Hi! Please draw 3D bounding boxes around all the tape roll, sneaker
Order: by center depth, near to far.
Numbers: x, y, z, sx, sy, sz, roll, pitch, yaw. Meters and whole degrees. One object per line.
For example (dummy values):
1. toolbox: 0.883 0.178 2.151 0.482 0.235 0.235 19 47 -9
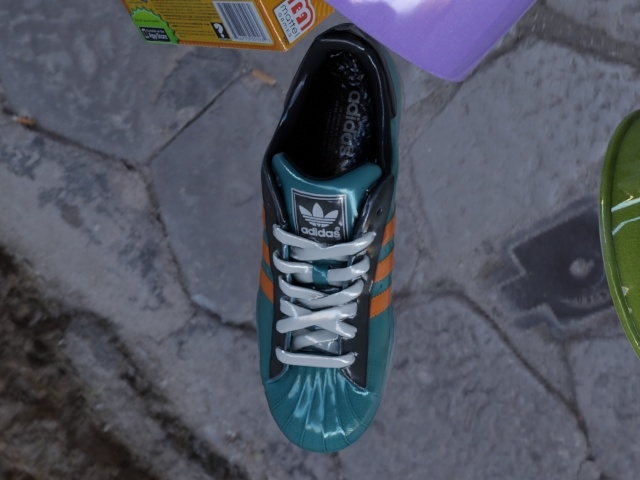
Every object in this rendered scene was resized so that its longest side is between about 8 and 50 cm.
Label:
1. tape roll: 0.017 -0.224 0.642 0.275 0.275 0.090 41 109 -4
2. sneaker: 0.000 0.000 0.709 0.108 0.121 0.302 3 88 11

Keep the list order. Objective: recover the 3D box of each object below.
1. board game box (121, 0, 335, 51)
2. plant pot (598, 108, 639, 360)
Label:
1. board game box: -0.119 -0.523 1.470 0.356 0.356 0.356 15 142 47
2. plant pot: 0.561 -0.017 1.144 0.353 0.366 0.366 -14 111 45
